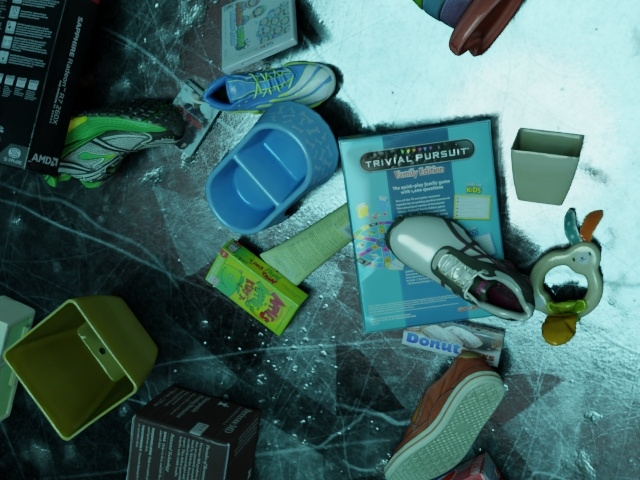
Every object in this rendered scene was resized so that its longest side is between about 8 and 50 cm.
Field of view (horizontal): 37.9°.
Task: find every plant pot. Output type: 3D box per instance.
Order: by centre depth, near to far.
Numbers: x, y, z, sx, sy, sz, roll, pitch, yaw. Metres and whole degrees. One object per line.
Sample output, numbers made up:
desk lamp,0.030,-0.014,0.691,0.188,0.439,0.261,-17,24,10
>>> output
plant pot,0.370,-0.118,1.539,0.109,0.109,0.096,9,118,16
plant pot,-0.448,0.225,1.839,0.212,0.187,0.212,-36,91,22

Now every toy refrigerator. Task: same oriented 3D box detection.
toy refrigerator,-0.691,0.263,1.973,0.094,0.102,0.269,23,108,12

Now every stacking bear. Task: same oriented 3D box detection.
stacking bear,0.180,-0.449,1.495,0.289,0.175,0.164,44,114,12

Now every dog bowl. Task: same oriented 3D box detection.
dog bowl,-0.097,-0.118,1.653,0.166,0.074,0.297,49,131,-1

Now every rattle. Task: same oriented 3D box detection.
rattle,0.411,0.054,1.549,0.130,0.143,0.199,34,118,27

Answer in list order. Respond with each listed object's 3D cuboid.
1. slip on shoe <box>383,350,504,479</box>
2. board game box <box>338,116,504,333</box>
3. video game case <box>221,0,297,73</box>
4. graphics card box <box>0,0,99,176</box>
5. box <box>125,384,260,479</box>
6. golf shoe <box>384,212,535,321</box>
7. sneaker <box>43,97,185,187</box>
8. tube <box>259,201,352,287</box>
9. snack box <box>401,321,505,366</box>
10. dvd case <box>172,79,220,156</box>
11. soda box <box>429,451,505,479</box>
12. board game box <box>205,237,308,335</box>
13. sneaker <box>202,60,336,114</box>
slip on shoe,0.218,0.332,1.702,0.123,0.101,0.331,13,125,-25
board game box,0.177,-0.026,1.598,0.254,0.079,0.336,-7,101,1
video game case,-0.108,-0.375,1.621,0.143,0.019,0.157,-19,54,21
graphics card box,-0.552,-0.319,1.712,0.233,0.094,0.371,13,89,26
box,-0.248,0.410,1.828,0.203,0.168,0.167,13,106,14
golf shoe,0.233,0.042,1.511,0.273,0.120,0.105,28,101,-4
sneaker,-0.398,-0.183,1.770,0.344,0.134,0.146,-6,108,28
tube,0.000,0.000,1.712,0.240,0.062,0.070,-36,56,25
snack box,0.240,0.177,1.691,0.178,0.022,0.064,12,108,15
dvd case,-0.247,-0.230,1.757,0.087,0.013,0.119,39,110,6
soda box,0.219,0.500,1.744,0.263,0.083,0.092,-32,92,23
board game box,-0.122,0.089,1.765,0.181,0.043,0.092,37,127,7
sneaker,-0.098,-0.259,1.640,0.240,0.126,0.091,-7,101,20
